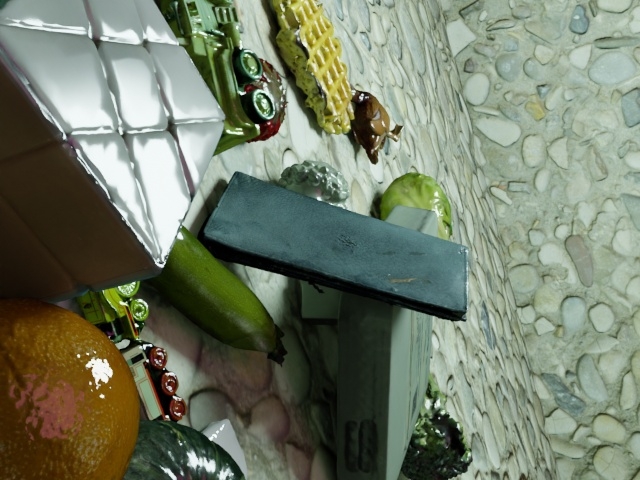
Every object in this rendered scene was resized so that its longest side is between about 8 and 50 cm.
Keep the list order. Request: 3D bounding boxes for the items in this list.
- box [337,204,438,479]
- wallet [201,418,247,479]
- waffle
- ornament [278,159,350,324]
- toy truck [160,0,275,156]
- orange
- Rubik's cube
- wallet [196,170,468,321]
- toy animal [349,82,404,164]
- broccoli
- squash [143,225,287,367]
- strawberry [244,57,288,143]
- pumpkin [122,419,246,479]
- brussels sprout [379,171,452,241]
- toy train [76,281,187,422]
[{"bbox_3d":[0.120,0.175,1.319,0.396,0.111,0.395,-49,144,-62],"label":"box"},{"bbox_3d":[-0.141,0.286,0.899,0.190,0.033,0.095,-36,111,-65],"label":"wallet"},{"bbox_3d":[-0.011,-0.374,1.554,0.312,0.060,0.307,43,37,-51],"label":"waffle"},{"bbox_3d":[0.007,0.004,1.293,0.130,0.121,0.285,1,76,-84],"label":"ornament"},{"bbox_3d":[-0.168,-0.258,1.061,0.135,0.128,0.259,3,73,-51],"label":"toy truck"},{"bbox_3d":[-0.232,0.140,0.586,0.206,0.206,0.206,45,38,-50],"label":"orange"},{"bbox_3d":[-0.246,-0.094,0.648,0.221,0.225,0.231,60,26,-33],"label":"Rubik's cube"},{"bbox_3d":[0.027,0.009,1.097,0.190,0.379,0.046,-73,-179,-57],"label":"wallet"},{"bbox_3d":[0.101,-0.261,1.719,0.179,0.089,0.188,37,41,-35],"label":"toy animal"},{"bbox_3d":[0.209,0.347,1.553,0.304,0.146,0.164,-90,162,-57],"label":"broccoli"},{"bbox_3d":[-0.137,0.069,0.970,0.331,0.087,0.087,48,35,-44],"label":"squash"},{"bbox_3d":[-0.104,-0.225,1.225,0.145,0.086,0.145,41,40,-49],"label":"strawberry"},{"bbox_3d":[-0.158,0.273,0.727,0.212,0.152,0.211,23,56,-39],"label":"pumpkin"},{"bbox_3d":[0.215,-0.045,1.752,0.223,0.161,0.223,-5,90,-88],"label":"brussels sprout"},{"bbox_3d":[-0.212,0.103,0.831,0.085,0.053,0.249,-33,107,-57],"label":"toy train"}]
